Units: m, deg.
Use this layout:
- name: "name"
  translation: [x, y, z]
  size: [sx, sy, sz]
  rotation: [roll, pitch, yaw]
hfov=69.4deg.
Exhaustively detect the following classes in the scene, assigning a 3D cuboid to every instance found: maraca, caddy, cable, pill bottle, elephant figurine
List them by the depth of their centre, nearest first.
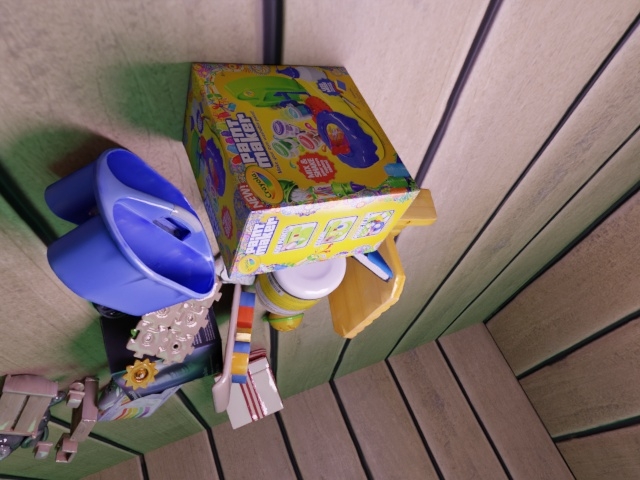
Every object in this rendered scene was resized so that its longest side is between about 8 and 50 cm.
- name: "caddy"
  translation: [-0.305, -0.010, 0.815]
  size: [0.179, 0.241, 0.341]
  rotation: [-23, 155, 8]
- name: "cable"
  translation: [-0.490, 0.138, 1.163]
  size: [0.151, 0.047, 0.184]
  rotation: [-12, 149, -34]
- name: "pill bottle"
  translation: [-0.072, 0.096, 1.236]
  size: [0.188, 0.187, 0.334]
  rotation: [-13, 165, -23]
- name: "elephant figurine"
  translation: [-0.981, 0.620, 1.537]
  size: [0.186, 0.169, 0.239]
  rotation: [-9, -173, 42]
- name: "maraca"
  translation: [-0.134, 0.277, 1.662]
  size: [0.127, 0.099, 0.186]
  rotation: [-4, 174, -31]

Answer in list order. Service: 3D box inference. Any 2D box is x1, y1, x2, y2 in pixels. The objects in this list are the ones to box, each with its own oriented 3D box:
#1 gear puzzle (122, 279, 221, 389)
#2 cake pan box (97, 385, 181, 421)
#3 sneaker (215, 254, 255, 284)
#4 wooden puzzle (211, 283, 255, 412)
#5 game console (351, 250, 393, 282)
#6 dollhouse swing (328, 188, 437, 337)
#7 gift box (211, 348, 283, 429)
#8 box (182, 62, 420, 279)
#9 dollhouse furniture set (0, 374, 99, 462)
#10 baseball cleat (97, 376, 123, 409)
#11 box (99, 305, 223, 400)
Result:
- name: "gear puzzle"
  translation: [-0.394, 0.226, 1.184]
  size: [0.175, 0.044, 0.338]
  rotation: [30, 85, -38]
- name: "cake pan box"
  translation: [-0.662, 0.566, 1.733]
  size: [0.267, 0.070, 0.246]
  rotation: [-43, 152, 9]
- name: "sneaker"
  translation: [-0.217, 0.056, 1.185]
  size: [0.115, 0.090, 0.232]
  rotation: [-8, 149, -23]
- name: "wooden puzzle"
  translation: [-0.240, 0.305, 1.361]
  size: [0.081, 0.347, 0.322]
  rotation: [10, 147, -5]
- name: "game console"
  translation: [-0.022, 0.006, 0.989]
  size: [0.250, 0.293, 0.173]
  rotation: [37, 102, -25]
- name: "dollhouse swing"
  translation: [0.183, 0.073, 1.308]
  size: [0.315, 0.304, 0.347]
  rotation: [-1, 145, -38]
- name: "gift box"
  translation: [-0.317, 0.627, 1.990]
  size: [0.255, 0.258, 0.276]
  rotation: [-19, 173, -14]
- name: "box"
  translation: [-0.048, -0.123, 0.759]
  size: [0.279, 0.289, 0.177]
  rotation: [-11, 151, -28]
- name: "dollhouse furniture set"
  translation: [-0.898, 0.512, 1.430]
  size: [0.356, 0.173, 0.303]
  rotation: [23, 111, -32]
- name: "baseball cleat"
  translation: [-0.659, 0.441, 1.492]
  size: [0.206, 0.072, 0.109]
  rotation: [-53, 138, -24]
- name: "box"
  translation: [-0.452, 0.316, 1.365]
  size: [0.294, 0.182, 0.296]
  rotation: [-14, 152, -18]
